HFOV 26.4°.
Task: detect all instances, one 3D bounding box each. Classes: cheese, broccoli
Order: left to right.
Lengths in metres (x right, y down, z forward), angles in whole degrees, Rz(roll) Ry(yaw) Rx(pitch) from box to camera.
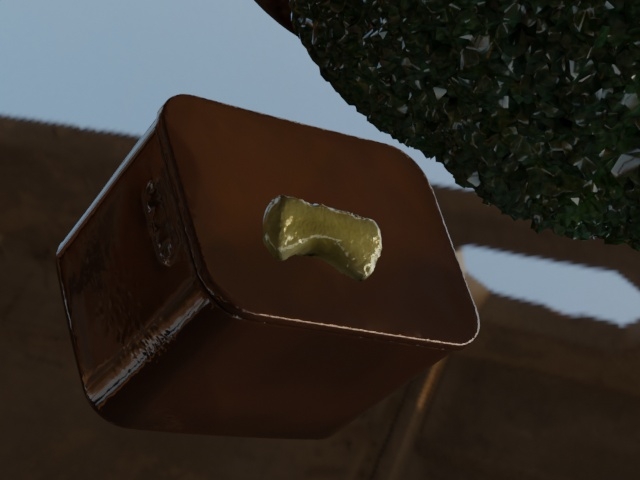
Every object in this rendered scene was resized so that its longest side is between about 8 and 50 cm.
[{"bbox_3d":[0.000,0.000,0.856,0.030,0.083,0.044,-27,-123,49],"label":"cheese"},{"bbox_3d":[0.120,-0.124,0.382,0.269,0.254,0.269,-19,-164,6],"label":"broccoli"}]

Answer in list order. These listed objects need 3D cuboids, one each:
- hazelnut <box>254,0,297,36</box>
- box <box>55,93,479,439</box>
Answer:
[{"bbox_3d":[0.034,-0.280,1.172,0.234,0.218,0.218,14,-138,-24],"label":"hazelnut"},{"bbox_3d":[-0.057,0.045,1.325,0.229,0.339,0.239,-44,-128,35],"label":"box"}]
